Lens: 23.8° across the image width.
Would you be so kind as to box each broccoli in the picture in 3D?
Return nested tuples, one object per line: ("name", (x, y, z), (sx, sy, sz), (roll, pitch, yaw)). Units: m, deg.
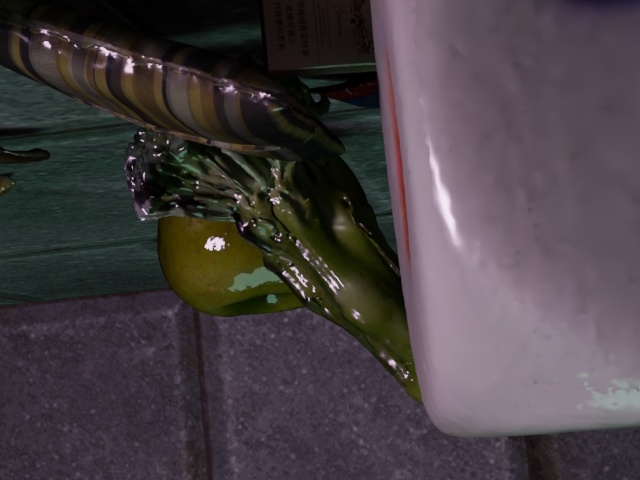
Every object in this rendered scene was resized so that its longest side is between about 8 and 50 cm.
("broccoli", (-0.004, 0.005, 1.059), (0.145, 0.304, 0.165), (-45, 169, -4))

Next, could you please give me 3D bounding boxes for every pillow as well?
("pillow", (-0.098, -0.092, 0.884), (0.212, 0.052, 0.208), (16, 178, 11))

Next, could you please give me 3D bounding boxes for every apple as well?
("apple", (-0.051, -0.014, 1.381), (0.196, 0.157, 0.196), (-6, 173, -1))

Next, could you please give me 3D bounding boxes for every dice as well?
("dice", (0.184, -0.054, 0.708), (0.304, 0.277, 0.304), (-7, 171, 1))

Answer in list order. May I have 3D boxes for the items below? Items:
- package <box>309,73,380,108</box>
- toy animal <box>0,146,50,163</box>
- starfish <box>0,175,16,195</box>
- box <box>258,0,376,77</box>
("package", (0.083, -0.116, 1.184), (0.083, 0.022, 0.200), (-11, 173, 43))
("toy animal", (-0.359, -0.021, 1.203), (0.272, 0.160, 0.197), (-14, 170, 11))
("starfish", (-0.482, -0.011, 1.466), (0.347, 0.078, 0.358), (0, 172, -20))
("box", (0.007, -0.125, 0.887), (0.083, 0.053, 0.024), (-3, 175, -9))
